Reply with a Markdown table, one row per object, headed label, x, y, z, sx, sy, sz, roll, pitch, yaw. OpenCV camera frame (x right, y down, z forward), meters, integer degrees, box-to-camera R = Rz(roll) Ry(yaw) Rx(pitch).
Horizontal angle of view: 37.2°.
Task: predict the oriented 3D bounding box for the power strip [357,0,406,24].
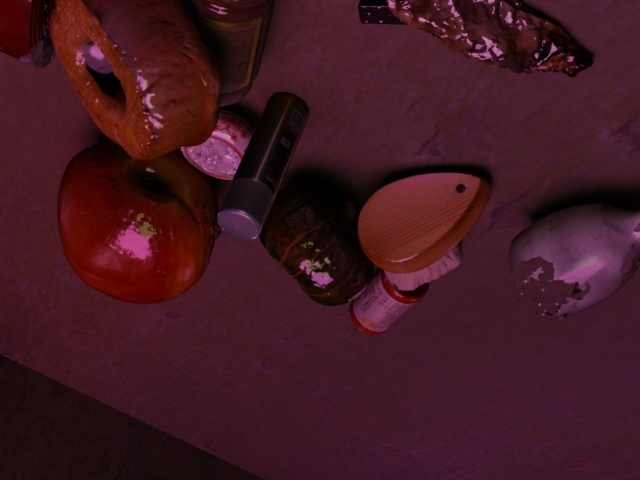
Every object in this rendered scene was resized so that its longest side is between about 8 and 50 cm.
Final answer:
| label | x | y | z | sx | sy | sz | roll | pitch | yaw |
| --- | --- | --- | --- | --- | --- | --- | --- | --- | --- |
| power strip | 0.114 | -0.357 | 1.475 | 0.111 | 0.029 | 0.038 | 5 | 142 | 15 |

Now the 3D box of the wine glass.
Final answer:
| label | x | y | z | sx | sy | sz | roll | pitch | yaw |
| --- | --- | --- | --- | --- | --- | --- | --- | --- | --- |
| wine glass | 0.498 | 0.006 | 1.655 | 0.190 | 0.190 | 0.357 | 36 | 137 | -22 |

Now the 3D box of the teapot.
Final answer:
| label | x | y | z | sx | sy | sz | roll | pitch | yaw |
| --- | --- | --- | --- | --- | --- | --- | --- | --- | --- |
| teapot | -0.200 | -0.187 | 1.789 | 0.245 | 0.116 | 0.159 | 22 | 158 | -7 |

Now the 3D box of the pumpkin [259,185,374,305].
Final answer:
| label | x | y | z | sx | sy | sz | roll | pitch | yaw |
| --- | --- | --- | --- | --- | --- | --- | --- | --- | --- |
| pumpkin | 0.002 | -0.002 | 1.852 | 0.260 | 0.189 | 0.260 | 46 | 180 | 0 |

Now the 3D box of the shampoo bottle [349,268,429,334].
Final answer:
| label | x | y | z | sx | sy | sz | roll | pitch | yaw |
| --- | --- | --- | --- | --- | --- | --- | --- | --- | --- |
| shampoo bottle | 0.160 | 0.102 | 2.008 | 0.104 | 0.104 | 0.278 | 26 | 144 | -9 |

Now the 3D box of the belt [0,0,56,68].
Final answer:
| label | x | y | z | sx | sy | sz | roll | pitch | yaw |
| --- | --- | --- | --- | --- | --- | --- | --- | --- | --- |
| belt | -0.458 | -0.407 | 1.516 | 0.115 | 0.227 | 0.324 | 26 | 156 | -3 |

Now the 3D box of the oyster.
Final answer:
| label | x | y | z | sx | sy | sz | roll | pitch | yaw |
| --- | --- | --- | --- | --- | --- | --- | --- | --- | --- |
| oyster | 0.255 | -0.322 | 1.415 | 0.345 | 0.078 | 0.128 | 23 | 122 | -10 |

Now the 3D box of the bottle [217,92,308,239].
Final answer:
| label | x | y | z | sx | sy | sz | roll | pitch | yaw |
| --- | --- | --- | --- | --- | --- | --- | --- | --- | --- |
| bottle | -0.098 | -0.132 | 1.656 | 0.082 | 0.286 | 0.082 | 13 | 144 | 9 |

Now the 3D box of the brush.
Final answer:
| label | x | y | z | sx | sy | sz | roll | pitch | yaw |
| --- | --- | --- | --- | --- | --- | --- | --- | --- | --- |
| brush | 0.210 | -0.027 | 1.781 | 0.267 | 0.174 | 0.166 | -26 | 151 | 16 |

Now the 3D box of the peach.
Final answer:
| label | x | y | z | sx | sy | sz | roll | pitch | yaw |
| --- | --- | --- | --- | --- | --- | --- | --- | --- | --- |
| peach | -0.371 | -0.036 | 1.914 | 0.372 | 0.290 | 0.372 | 13 | 142 | 10 |

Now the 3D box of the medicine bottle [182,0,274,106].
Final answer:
| label | x | y | z | sx | sy | sz | roll | pitch | yaw |
| --- | --- | --- | --- | --- | --- | --- | --- | --- | --- |
| medicine bottle | -0.151 | -0.364 | 1.487 | 0.151 | 0.151 | 0.322 | 20 | 145 | -1 |

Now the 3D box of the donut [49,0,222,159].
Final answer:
| label | x | y | z | sx | sy | sz | roll | pitch | yaw |
| --- | --- | --- | --- | --- | --- | --- | --- | --- | --- |
| donut | -0.286 | -0.283 | 1.464 | 0.317 | 0.150 | 0.299 | 38 | 143 | 31 |
